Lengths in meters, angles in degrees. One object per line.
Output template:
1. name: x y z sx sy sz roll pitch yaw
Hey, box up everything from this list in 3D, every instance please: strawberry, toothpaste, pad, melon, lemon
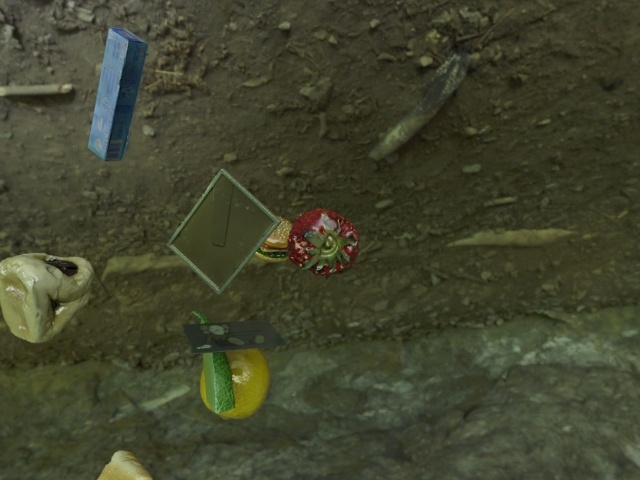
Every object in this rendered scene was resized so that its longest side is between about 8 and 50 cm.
1. strawberry: 0.000 0.000 1.185 0.186 0.201 0.184 -25 118 -4
2. toothpaste: -0.433 -0.302 0.969 0.053 0.066 0.272 -26 148 -55
3. pad: -0.174 0.192 0.923 0.190 0.004 0.127 2 -166 -28
4. melon: -0.254 0.275 1.058 0.053 0.262 0.114 -2 148 -32
5. lemon: -0.214 0.352 1.160 0.178 0.203 0.178 12 165 3

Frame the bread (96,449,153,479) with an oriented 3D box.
1. bread: -0.396 0.506 0.907 0.177 0.119 0.084 13 136 43

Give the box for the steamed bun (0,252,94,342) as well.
1. steamed bun: -0.530 0.096 0.906 0.140 0.172 0.155 20 -156 25

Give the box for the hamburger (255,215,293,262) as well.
1. hamburger: -0.150 -0.005 1.449 0.161 0.162 0.115 3 133 -23

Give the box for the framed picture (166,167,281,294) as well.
1. framed picture: -0.230 -0.015 1.058 0.250 0.184 0.016 -49 178 20
